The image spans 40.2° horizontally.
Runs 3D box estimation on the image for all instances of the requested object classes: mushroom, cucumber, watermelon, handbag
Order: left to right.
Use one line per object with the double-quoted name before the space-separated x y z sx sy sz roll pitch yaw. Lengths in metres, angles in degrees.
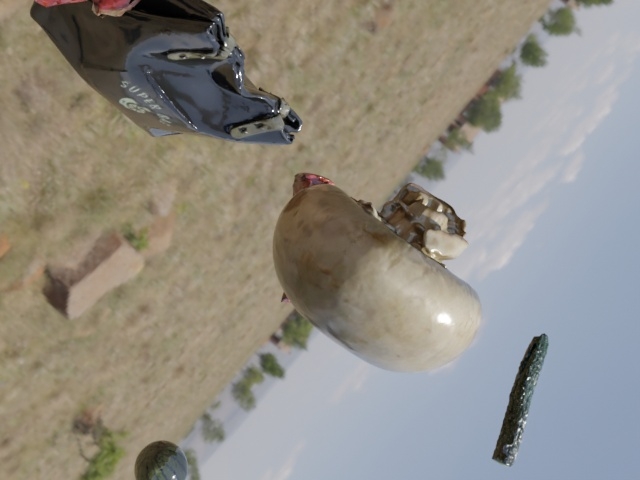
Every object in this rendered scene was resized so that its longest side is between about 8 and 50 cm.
"watermelon" -0.309 0.454 1.710 0.105 0.105 0.133 -48 143 -32
"handbag" -0.189 -0.232 1.194 0.152 0.288 0.342 -63 144 -15
"mushroom" 0.060 0.026 0.862 0.178 0.226 0.226 -61 177 1
"cucumber" 0.370 0.289 1.612 0.043 0.044 0.257 9 -107 43

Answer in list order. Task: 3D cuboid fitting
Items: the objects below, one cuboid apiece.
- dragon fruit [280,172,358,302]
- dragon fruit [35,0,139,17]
"dragon fruit" 0.000 0.000 1.800 0.240 0.330 0.302 -20 163 0
"dragon fruit" -0.188 -0.340 0.683 0.302 0.295 0.295 -55 177 3
